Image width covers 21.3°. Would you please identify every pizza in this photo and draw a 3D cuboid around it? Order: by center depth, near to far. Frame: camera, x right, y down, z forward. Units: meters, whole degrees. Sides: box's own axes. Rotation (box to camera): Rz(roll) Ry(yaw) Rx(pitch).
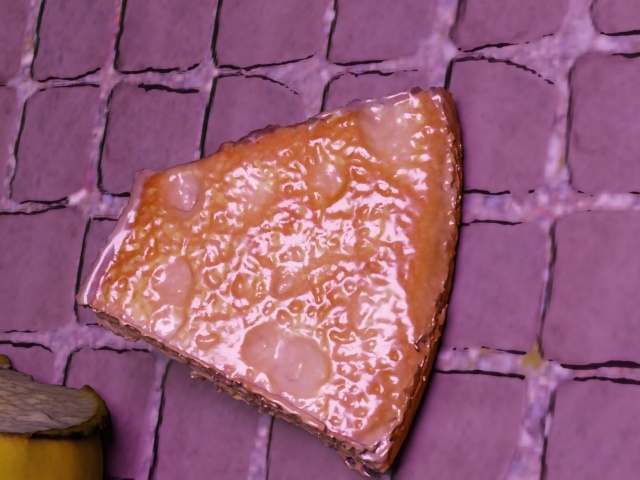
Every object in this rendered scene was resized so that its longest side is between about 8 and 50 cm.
[{"bbox_3d":[-0.009,0.003,0.916,0.188,0.080,0.204,20,79,16],"label":"pizza"}]

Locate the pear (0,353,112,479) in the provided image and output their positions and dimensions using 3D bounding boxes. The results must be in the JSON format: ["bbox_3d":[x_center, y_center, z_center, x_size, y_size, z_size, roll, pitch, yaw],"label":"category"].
[{"bbox_3d":[-0.245,0.190,0.981,0.292,0.159,0.292,-13,69,38],"label":"pear"}]
